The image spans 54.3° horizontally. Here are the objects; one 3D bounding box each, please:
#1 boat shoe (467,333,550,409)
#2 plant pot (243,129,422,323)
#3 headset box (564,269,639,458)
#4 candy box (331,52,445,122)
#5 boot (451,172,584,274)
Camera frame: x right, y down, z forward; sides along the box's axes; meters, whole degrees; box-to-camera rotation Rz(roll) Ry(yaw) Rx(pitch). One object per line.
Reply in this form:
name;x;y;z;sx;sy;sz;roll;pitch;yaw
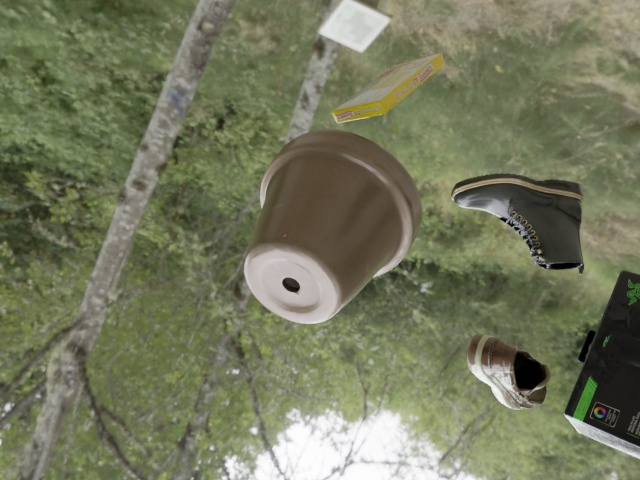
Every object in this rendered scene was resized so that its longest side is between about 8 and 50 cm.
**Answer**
boat shoe;0.351;0.241;1.085;0.095;0.095;0.257;1;157;43
plant pot;0.000;0.000;0.945;0.263;0.263;0.229;25;-136;5
headset box;0.521;0.201;0.892;0.283;0.246;0.131;19;165;39
candy box;0.117;-0.257;1.048;0.105;0.027;0.206;-4;-150;45
boot;0.297;-0.022;0.929;0.198;0.137;0.077;2;161;3
